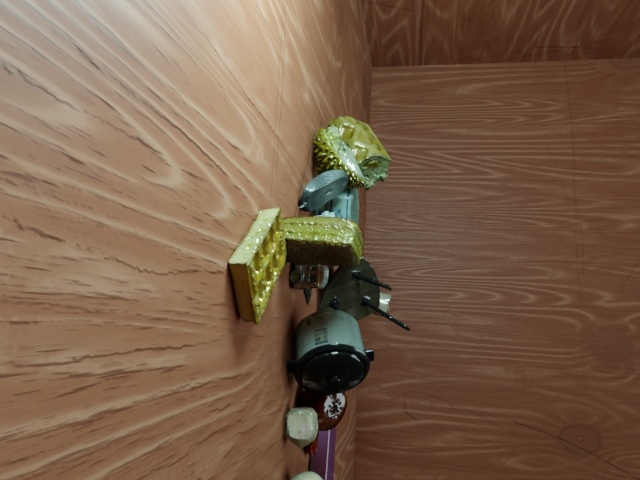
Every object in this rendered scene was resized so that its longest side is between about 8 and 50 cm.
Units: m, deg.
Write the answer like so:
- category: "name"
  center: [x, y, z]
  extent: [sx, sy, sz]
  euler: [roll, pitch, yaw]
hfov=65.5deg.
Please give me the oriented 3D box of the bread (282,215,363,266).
- category: "bread"
  center: [0.000, 0.000, 1.455]
  extent: [0.184, 0.233, 0.111]
  euler: [65, 32, -64]

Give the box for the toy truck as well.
- category: "toy truck"
  center: [-0.016, 0.032, 1.610]
  extent: [0.108, 0.140, 0.257]
  euler: [40, 52, -77]

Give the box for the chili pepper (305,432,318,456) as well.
- category: "chili pepper"
  center: [-0.034, 0.759, 1.857]
  extent: [0.088, 0.064, 0.169]
  euler: [-75, 167, -47]

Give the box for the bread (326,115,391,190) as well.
- category: "bread"
  center: [0.147, -0.352, 2.012]
  extent: [0.238, 0.196, 0.252]
  euler: [12, 40, -44]

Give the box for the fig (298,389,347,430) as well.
- category: "fig"
  center: [-0.013, 0.579, 1.767]
  extent: [0.175, 0.207, 0.175]
  euler: [3, 85, -40]

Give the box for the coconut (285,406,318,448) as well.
- category: "coconut"
  center: [-0.060, 0.593, 1.571]
  extent: [0.110, 0.110, 0.125]
  euler: [52, 35, -73]

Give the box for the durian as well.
- category: "durian"
  center: [0.055, -0.318, 1.837]
  extent: [0.172, 0.166, 0.307]
  euler: [92, -24, -52]

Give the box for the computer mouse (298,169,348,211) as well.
- category: "computer mouse"
  center: [-0.002, -0.175, 1.702]
  extent: [0.228, 0.068, 0.113]
  euler: [-32, 146, -27]

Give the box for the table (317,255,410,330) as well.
- category: "table"
  center: [0.188, 0.248, 1.984]
  extent: [0.249, 0.317, 0.318]
  euler: [36, -45, 53]

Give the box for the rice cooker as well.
- category: "rice cooker"
  center: [0.030, 0.367, 1.598]
  extent: [0.227, 0.280, 0.242]
  euler: [-101, -175, -53]

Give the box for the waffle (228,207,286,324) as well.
- category: "waffle"
  center: [-0.142, 0.052, 1.182]
  extent: [0.274, 0.057, 0.168]
  euler: [-71, 160, -57]

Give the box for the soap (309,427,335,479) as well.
- category: "soap"
  center: [0.011, 0.886, 2.043]
  extent: [0.181, 0.081, 0.260]
  euler: [67, 27, -65]

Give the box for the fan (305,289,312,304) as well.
- category: "fan"
  center: [-0.047, 0.132, 1.814]
  extent: [0.220, 0.009, 0.132]
  euler: [82, 12, -47]

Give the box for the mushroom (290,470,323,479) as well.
- category: "mushroom"
  center: [-0.025, 0.858, 1.557]
  extent: [0.246, 0.202, 0.247]
  euler: [0, 90, -90]

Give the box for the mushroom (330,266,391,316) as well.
- category: "mushroom"
  center: [0.183, 0.241, 2.290]
  extent: [0.292, 0.289, 0.293]
  euler: [8, 90, -80]

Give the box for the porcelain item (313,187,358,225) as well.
- category: "porcelain item"
  center: [0.062, -0.073, 1.956]
  extent: [0.286, 0.156, 0.282]
  euler: [-10, 101, -79]
